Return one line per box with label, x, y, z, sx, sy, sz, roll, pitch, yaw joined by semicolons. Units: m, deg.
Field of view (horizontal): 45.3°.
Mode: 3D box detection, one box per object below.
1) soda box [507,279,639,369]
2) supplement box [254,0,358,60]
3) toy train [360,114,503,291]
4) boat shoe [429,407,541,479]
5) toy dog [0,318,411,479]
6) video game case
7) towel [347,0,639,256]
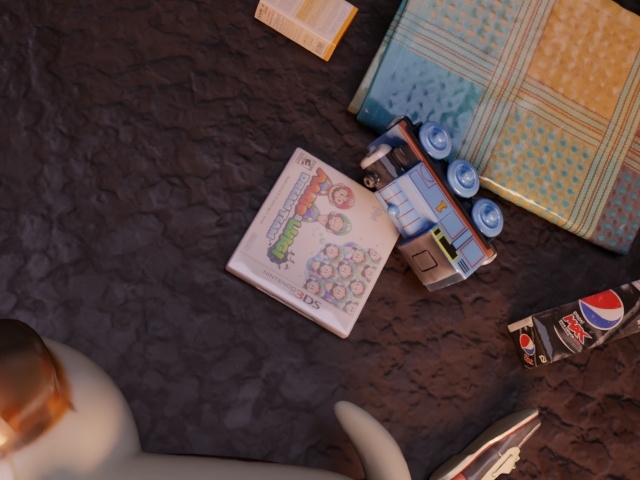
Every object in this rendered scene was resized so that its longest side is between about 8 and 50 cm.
soda box;0.294;0.088;0.833;0.169;0.060;0.053;-15;77;-19
supplement box;-0.016;-0.258;0.870;0.098;0.036;0.062;31;68;-4
toy train;0.113;-0.041;0.799;0.105;0.080;0.184;-37;94;-34
boat shoe;0.171;0.217;0.765;0.137;0.049;0.043;-32;87;-19
toy dog;-0.137;0.228;0.557;0.408;0.284;0.395;33;67;-1
video game case;0.000;0.000;0.803;0.143;0.019;0.157;31;67;-4
towel;0.246;-0.179;0.883;0.370;0.040;0.271;27;86;-8
